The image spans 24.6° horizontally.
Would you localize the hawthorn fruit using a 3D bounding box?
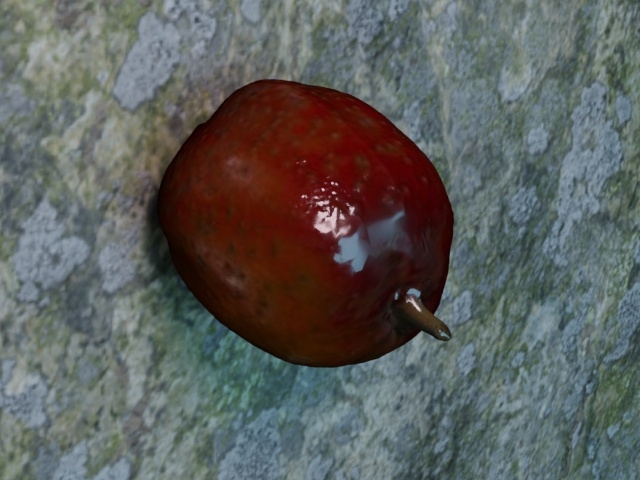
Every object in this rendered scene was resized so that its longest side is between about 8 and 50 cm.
[{"bbox_3d":[0.000,0.000,1.078,0.215,0.250,0.215,-33,152,-20],"label":"hawthorn fruit"}]
